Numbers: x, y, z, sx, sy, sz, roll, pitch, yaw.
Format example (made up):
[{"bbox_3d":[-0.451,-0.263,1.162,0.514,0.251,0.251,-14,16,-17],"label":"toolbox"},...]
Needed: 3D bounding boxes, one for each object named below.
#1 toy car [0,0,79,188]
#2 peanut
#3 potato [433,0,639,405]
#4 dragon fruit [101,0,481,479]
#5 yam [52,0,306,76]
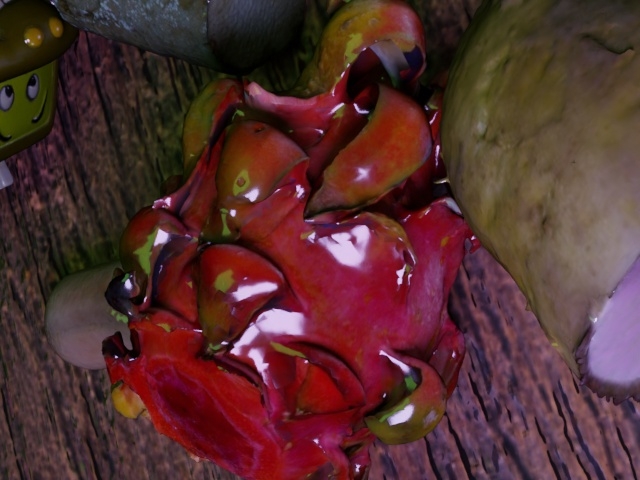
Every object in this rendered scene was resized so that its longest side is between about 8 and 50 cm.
[{"bbox_3d":[-0.286,-0.128,1.439,0.248,0.204,0.198,-19,99,38],"label":"toy car"},{"bbox_3d":[-0.141,0.050,1.374,0.152,0.076,0.076,-17,77,39],"label":"peanut"},{"bbox_3d":[0.169,-0.068,1.056,0.229,0.229,0.266,-56,49,22],"label":"potato"},{"bbox_3d":[-0.004,0.011,1.176,0.228,0.243,0.307,21,126,-1],"label":"dragon fruit"},{"bbox_3d":[-0.112,-0.184,1.341,0.194,0.107,0.107,19,99,38],"label":"yam"}]
